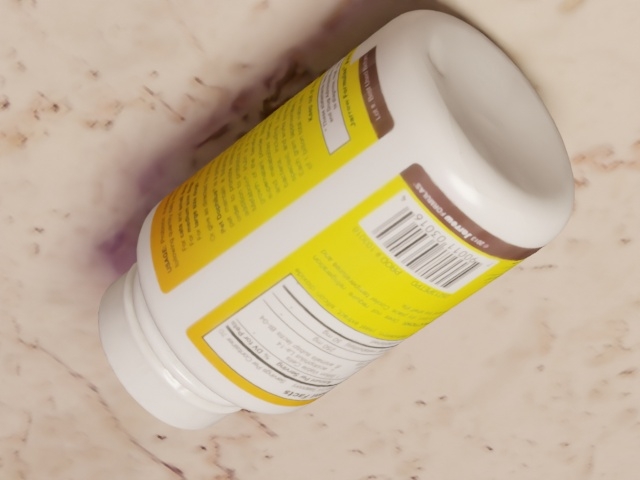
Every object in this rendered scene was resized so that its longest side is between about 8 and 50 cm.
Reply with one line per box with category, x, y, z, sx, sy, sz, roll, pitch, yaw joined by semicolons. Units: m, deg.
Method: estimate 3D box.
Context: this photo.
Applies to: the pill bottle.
pill bottle;0.000;0.000;0.880;0.215;0.117;0.117;-35;121;30
